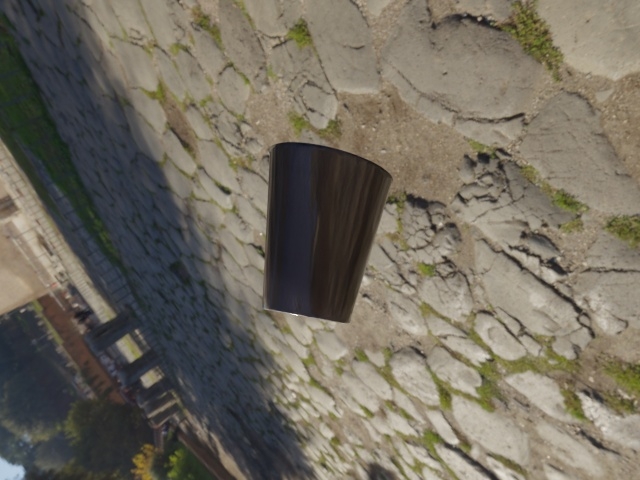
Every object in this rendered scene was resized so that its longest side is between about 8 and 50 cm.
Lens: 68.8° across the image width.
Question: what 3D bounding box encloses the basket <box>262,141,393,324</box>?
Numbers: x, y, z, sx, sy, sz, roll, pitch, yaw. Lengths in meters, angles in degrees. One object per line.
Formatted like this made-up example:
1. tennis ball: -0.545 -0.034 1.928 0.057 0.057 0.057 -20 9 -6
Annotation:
1. basket: 0.000 0.000 0.684 0.204 0.227 0.154 15 169 -33
